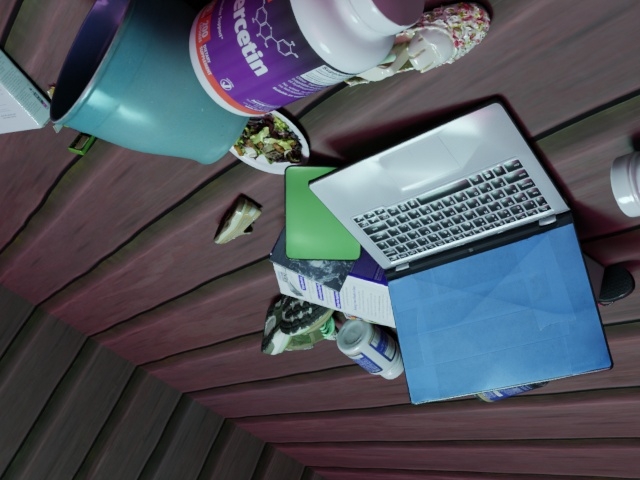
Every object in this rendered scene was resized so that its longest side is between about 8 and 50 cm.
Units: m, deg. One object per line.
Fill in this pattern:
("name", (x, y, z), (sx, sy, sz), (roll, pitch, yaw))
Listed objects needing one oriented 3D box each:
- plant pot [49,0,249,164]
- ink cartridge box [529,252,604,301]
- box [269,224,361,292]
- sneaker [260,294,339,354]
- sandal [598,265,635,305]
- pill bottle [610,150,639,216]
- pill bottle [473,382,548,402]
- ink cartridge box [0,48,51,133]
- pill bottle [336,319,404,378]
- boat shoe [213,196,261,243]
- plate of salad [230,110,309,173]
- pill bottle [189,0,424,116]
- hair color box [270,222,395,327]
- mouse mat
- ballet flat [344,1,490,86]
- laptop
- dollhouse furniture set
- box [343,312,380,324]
("plant pot", (-0.252, -0.257, 1.101), (0.255, 0.272, 0.271), (25, 154, -34))
("ink cartridge box", (0.400, 0.079, 1.301), (0.154, 0.093, 0.212), (31, 151, -13))
("box", (0.000, 0.000, 1.382), (0.158, 0.156, 0.093), (25, -176, -1))
("sneaker", (-0.020, 0.206, 1.804), (0.181, 0.158, 0.410), (11, 157, -19))
("sandal", (0.523, 0.094, 1.270), (0.040, 0.067, 0.179), (22, 159, -11))
("pill bottle", (0.512, -0.097, 0.907), (0.124, 0.124, 0.221), (41, 145, -27))
("pill bottle", (0.443, 0.284, 1.547), (0.122, 0.123, 0.219), (38, 135, -23))
("ink cartridge box", (-0.791, -0.370, 1.483), (0.324, 0.071, 0.330), (2, 140, 35))
("pill bottle", (0.140, 0.287, 1.800), (0.112, 0.112, 0.186), (-9, 139, 44))
("boat shoe", (-0.191, -0.033, 1.588), (0.072, 0.068, 0.190), (21, 152, -18))
("plate of salad", (-0.118, -0.187, 1.301), (0.199, 0.048, 0.200), (18, 149, 11))
("pill bottle", (-0.024, -0.293, 0.928), (0.322, 0.182, 0.181), (-12, 134, 46))
("hair color box", (0.070, 0.081, 1.532), (0.338, 0.110, 0.185), (15, 150, 14))
("mouse mat", (0.006, -0.051, 1.310), (0.152, 0.007, 0.190), (1, 107, 2))
("ballet flat", (0.125, -0.265, 0.969), (0.240, 0.077, 0.091), (-7, 137, 41))
("laptop", (0.219, 0.045, 1.153), (0.381, 0.236, 0.408), (-21, 127, 34))
("dollhouse furniture set", (-0.546, -0.260, 1.485), (0.076, 0.059, 0.152), (16, 149, 13))
("box", (0.145, 0.164, 1.679), (0.206, 0.036, 0.114), (6, 145, 29))
